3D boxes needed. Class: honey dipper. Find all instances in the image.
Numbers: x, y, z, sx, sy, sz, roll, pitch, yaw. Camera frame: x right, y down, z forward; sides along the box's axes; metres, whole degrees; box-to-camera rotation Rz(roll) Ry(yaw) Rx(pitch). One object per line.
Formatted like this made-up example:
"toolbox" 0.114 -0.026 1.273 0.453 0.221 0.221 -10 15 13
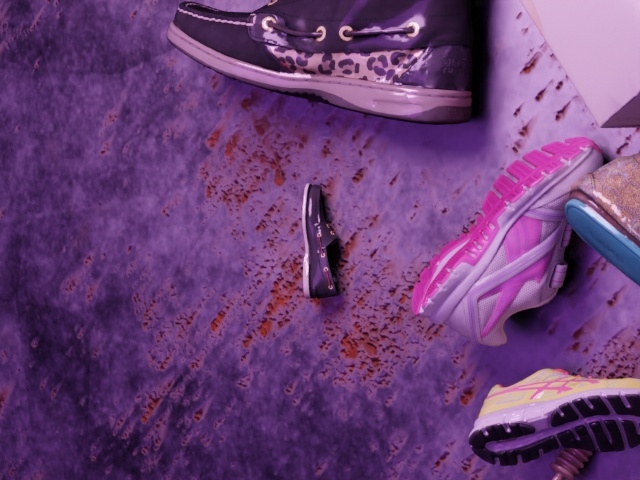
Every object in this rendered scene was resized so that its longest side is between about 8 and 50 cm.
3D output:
"honey dipper" 0.222 0.274 1.763 0.030 0.030 0.160 28 77 33

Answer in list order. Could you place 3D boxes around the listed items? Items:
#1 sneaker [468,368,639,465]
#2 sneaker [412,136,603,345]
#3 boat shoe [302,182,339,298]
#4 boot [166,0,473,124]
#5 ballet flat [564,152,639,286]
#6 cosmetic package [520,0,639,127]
"sneaker" 0.252 0.162 1.756 0.208 0.094 0.081 -10 127 22
"sneaker" 0.209 0.004 1.773 0.111 0.103 0.252 37 105 -13
"boat shoe" 0.000 0.000 1.965 0.042 0.049 0.133 -5 83 10
"boot" 0.016 -0.295 1.871 0.377 0.138 0.284 19 105 32
"ballet flat" 0.375 0.044 1.621 0.348 0.123 0.123 50 120 29
"cosmetic package" 0.266 -0.264 1.667 0.113 0.160 0.309 -40 68 34
